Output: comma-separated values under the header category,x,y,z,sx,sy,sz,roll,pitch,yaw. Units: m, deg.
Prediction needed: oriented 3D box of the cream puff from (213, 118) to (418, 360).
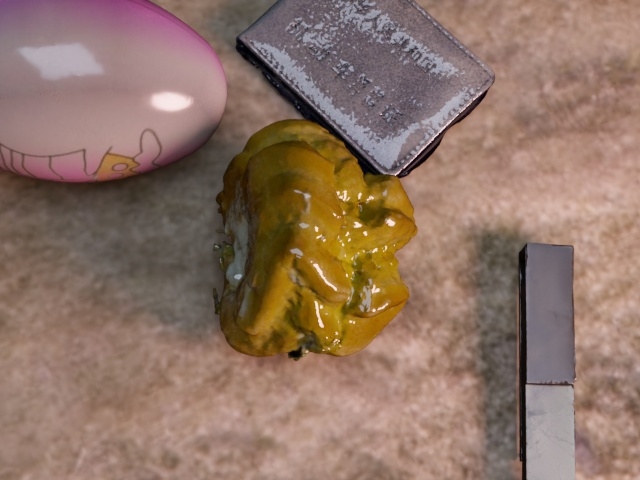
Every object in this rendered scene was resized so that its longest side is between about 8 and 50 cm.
category,x,y,z,sx,sy,sz,roll,pitch,yaw
cream puff,0.002,-0.001,1.527,0.195,0.194,0.220,-2,81,-4

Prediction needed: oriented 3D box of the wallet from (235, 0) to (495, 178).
category,x,y,z,sx,sy,sz,roll,pitch,yaw
wallet,0.048,-0.177,1.639,0.167,0.036,0.222,-44,82,-12

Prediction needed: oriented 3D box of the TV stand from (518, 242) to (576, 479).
category,x,y,z,sx,sy,sz,roll,pitch,yaw
TV stand,0.215,0.132,1.571,0.049,0.040,0.256,2,76,-5

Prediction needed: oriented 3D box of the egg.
category,x,y,z,sx,sy,sz,roll,pitch,yaw
egg,-0.225,-0.144,1.535,0.271,0.196,0.196,19,75,-13
